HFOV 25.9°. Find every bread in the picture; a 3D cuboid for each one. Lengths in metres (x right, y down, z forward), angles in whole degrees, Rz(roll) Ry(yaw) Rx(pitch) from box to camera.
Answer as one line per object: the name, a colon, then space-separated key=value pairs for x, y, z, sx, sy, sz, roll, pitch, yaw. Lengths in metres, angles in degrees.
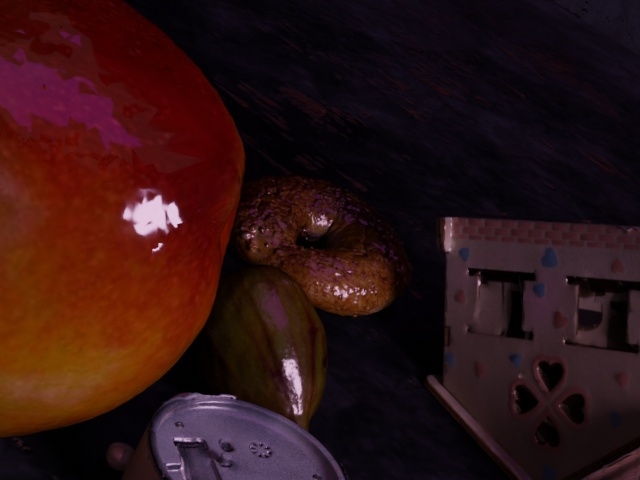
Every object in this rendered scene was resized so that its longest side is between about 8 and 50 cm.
bread: x=0.000 y=0.000 z=1.324 sx=0.193 sy=0.064 sz=0.193 roll=21 pitch=28 yaw=-12

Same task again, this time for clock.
clock: x=-0.056 y=0.168 z=0.929 sx=0.155 sy=0.063 sz=0.229 roll=15 pitch=26 yaw=-29

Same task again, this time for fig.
fig: x=-0.040 y=0.095 z=1.045 sx=0.155 sy=0.103 sz=0.109 roll=62 pitch=-2 yaw=38

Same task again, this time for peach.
peach: x=-0.204 y=-0.026 z=0.857 sx=0.332 sy=0.308 sz=0.308 roll=1 pitch=20 yaw=14

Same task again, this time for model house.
model house: x=0.248 y=0.101 z=1.186 sx=0.326 sy=0.244 sz=0.169 roll=4 pitch=0 yaw=43

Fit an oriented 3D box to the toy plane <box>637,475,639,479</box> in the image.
toy plane: x=0.252 y=0.234 z=1.068 sx=0.171 sy=0.162 sz=0.065 roll=-30 pitch=32 yaw=-26
